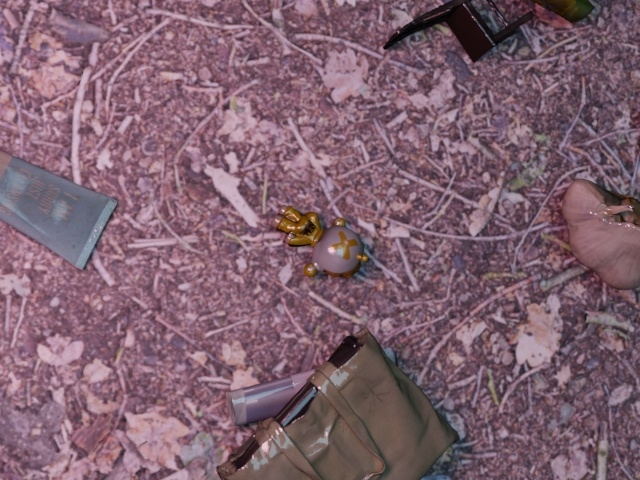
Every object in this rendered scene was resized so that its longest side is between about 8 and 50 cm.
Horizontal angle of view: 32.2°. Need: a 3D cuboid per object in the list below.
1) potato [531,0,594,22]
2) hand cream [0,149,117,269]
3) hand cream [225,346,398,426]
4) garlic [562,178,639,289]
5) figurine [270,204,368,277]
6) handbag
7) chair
[{"bbox_3d":[0.353,-0.385,1.717,0.054,0.198,0.119,-48,60,23],"label":"potato"},{"bbox_3d":[-0.439,-0.076,1.507,0.312,0.070,0.111,27,75,-14],"label":"hand cream"},{"bbox_3d":[-0.008,0.213,1.591,0.255,0.048,0.079,-10,115,-14],"label":"hand cream"},{"bbox_3d":[0.460,0.002,1.683,0.229,0.178,0.143,34,108,11],"label":"garlic"},{"bbox_3d":[0.001,-0.004,1.614,0.101,0.068,0.143,-32,76,-22],"label":"figurine"},{"bbox_3d":[0.024,0.305,1.548,0.316,0.109,0.253,-43,114,-11],"label":"handbag"},{"bbox_3d":[0.206,-0.314,1.690,0.212,0.084,0.101,-36,89,-16],"label":"chair"}]
